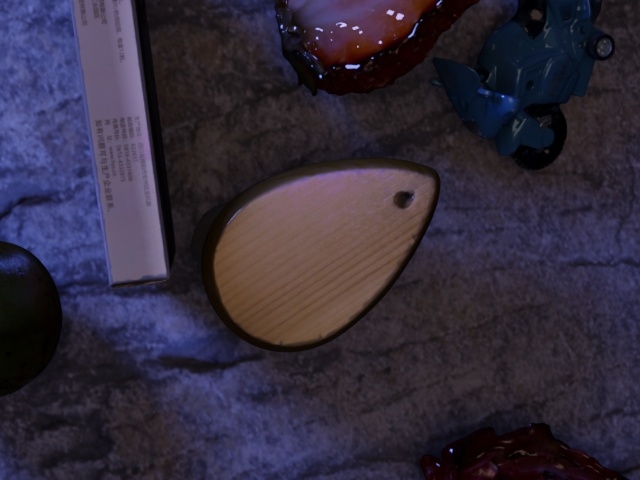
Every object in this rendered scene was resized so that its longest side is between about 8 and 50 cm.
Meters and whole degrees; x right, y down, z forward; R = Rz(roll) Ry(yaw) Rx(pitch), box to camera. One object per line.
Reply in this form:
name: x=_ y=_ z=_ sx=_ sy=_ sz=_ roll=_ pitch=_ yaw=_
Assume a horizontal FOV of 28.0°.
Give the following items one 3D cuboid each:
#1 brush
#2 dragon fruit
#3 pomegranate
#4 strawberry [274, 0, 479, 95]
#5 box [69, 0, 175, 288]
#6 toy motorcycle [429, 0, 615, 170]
brush: x=0.000 y=0.000 z=1.329 sx=0.267 sy=0.166 sz=0.174 roll=-29 pitch=97 yaw=-3
dragon fruit: x=0.242 y=0.356 z=1.440 sx=0.286 sy=0.228 sz=0.329 roll=-27 pitch=78 yaw=-34
pomegranate: x=-0.365 y=0.054 z=1.299 sx=0.182 sy=0.181 sz=0.224 roll=-28 pitch=79 yaw=-3
strawberry: x=0.078 y=-0.231 z=1.321 sx=0.237 sy=0.190 sz=0.111 roll=-23 pitch=142 yaw=14
box: x=-0.195 y=-0.143 z=1.267 sx=0.069 sy=0.214 sz=0.353 roll=-9 pitch=97 yaw=-4
toy motorcycle: x=0.216 y=-0.217 z=1.362 sx=0.182 sy=0.124 sz=0.272 roll=12 pitch=97 yaw=-29
